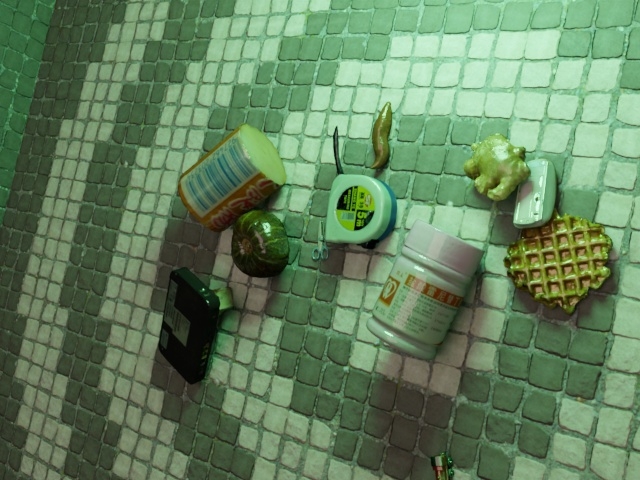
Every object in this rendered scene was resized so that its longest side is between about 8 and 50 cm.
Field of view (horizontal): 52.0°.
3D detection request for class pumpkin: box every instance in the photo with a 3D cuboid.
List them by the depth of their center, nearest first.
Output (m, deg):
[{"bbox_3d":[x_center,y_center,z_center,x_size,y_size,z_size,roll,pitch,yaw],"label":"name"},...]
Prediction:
[{"bbox_3d":[-0.180,0.010,2.032,0.218,0.162,0.219,16,112,47],"label":"pumpkin"}]

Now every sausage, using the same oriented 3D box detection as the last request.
[{"bbox_3d":[-0.277,-0.196,2.080,0.287,0.233,0.233,-36,64,21],"label":"sausage"}]

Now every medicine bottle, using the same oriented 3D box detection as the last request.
[{"bbox_3d":[0.268,0.125,1.694,0.202,0.202,0.316,27,96,33],"label":"medicine bottle"}]

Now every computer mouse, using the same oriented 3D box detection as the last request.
[{"bbox_3d":[0.537,-0.115,1.650,0.102,0.045,0.199,-9,56,41],"label":"computer mouse"}]

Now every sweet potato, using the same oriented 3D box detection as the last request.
[{"bbox_3d":[0.179,-0.306,1.923,0.055,0.058,0.203,7,88,-9],"label":"sweet potato"}]

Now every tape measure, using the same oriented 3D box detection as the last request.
[{"bbox_3d":[0.117,-0.154,1.894,0.215,0.097,0.352,6,91,34],"label":"tape measure"}]

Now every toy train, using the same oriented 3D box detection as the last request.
[{"bbox_3d":[0.308,0.593,1.661,0.044,0.064,0.103,-11,75,28],"label":"toy train"}]

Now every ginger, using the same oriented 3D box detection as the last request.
[{"bbox_3d":[0.452,-0.197,1.695,0.157,0.102,0.216,-52,38,18],"label":"ginger"}]

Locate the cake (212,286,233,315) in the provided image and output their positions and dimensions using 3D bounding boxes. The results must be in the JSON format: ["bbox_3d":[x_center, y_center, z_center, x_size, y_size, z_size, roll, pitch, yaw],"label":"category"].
[{"bbox_3d":[-0.396,0.221,2.138,0.220,0.116,0.086,-21,79,24],"label":"cake"}]

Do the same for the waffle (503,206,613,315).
[{"bbox_3d":[0.584,0.045,1.607,0.243,0.058,0.238,36,96,30],"label":"waffle"}]

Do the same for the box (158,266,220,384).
[{"bbox_3d":[-0.424,0.275,2.099,0.211,0.058,0.350,37,125,33],"label":"box"}]

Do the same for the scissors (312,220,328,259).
[{"bbox_3d":[0.000,0.000,1.996,0.058,0.014,0.119,-3,83,31],"label":"scissors"}]
